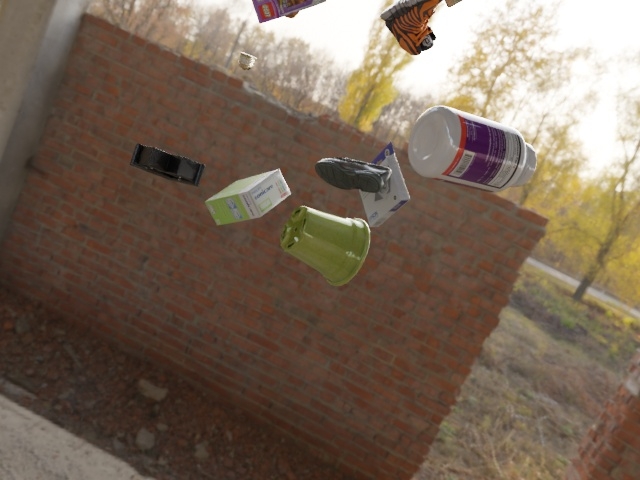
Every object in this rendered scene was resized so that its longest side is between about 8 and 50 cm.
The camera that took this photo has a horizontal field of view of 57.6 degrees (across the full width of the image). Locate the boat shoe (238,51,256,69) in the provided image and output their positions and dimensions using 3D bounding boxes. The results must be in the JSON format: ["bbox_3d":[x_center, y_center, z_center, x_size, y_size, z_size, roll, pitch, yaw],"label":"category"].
[{"bbox_3d":[-0.279,-0.667,2.176,0.063,0.059,0.170,21,15,-3],"label":"boat shoe"}]

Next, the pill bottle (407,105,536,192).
[{"bbox_3d":[0.399,-0.227,1.506,0.323,0.181,0.181,9,17,-29],"label":"pill bottle"}]

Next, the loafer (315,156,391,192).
[{"bbox_3d":[0.105,-0.215,1.851,0.267,0.096,0.084,20,49,37],"label":"loafer"}]

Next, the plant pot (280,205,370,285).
[{"bbox_3d":[0.000,0.000,2.169,0.254,0.276,0.276,24,10,-28],"label":"plant pot"}]

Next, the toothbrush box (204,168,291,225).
[{"bbox_3d":[-0.297,-0.174,2.374,0.283,0.122,0.206,-10,23,43],"label":"toothbrush box"}]

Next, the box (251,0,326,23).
[{"bbox_3d":[-0.122,-0.775,1.602,0.201,0.293,0.057,-19,22,-2],"label":"box"}]

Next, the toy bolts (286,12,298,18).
[{"bbox_3d":[-0.144,-0.918,2.034,0.228,0.158,0.218,27,-3,7],"label":"toy bolts"}]

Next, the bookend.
[{"bbox_3d":[-0.467,-0.231,1.779,0.157,0.072,0.156,15,-4,40],"label":"bookend"}]

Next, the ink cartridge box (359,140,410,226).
[{"bbox_3d":[0.205,-0.190,1.995,0.045,0.223,0.224,-5,69,-26],"label":"ink cartridge box"}]

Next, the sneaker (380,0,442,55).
[{"bbox_3d":[0.332,-0.703,1.851,0.180,0.124,0.321,53,-14,-18],"label":"sneaker"}]

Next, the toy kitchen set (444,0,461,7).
[{"bbox_3d":[0.469,-0.868,1.961,0.122,0.207,0.166,62,-10,-11],"label":"toy kitchen set"}]
